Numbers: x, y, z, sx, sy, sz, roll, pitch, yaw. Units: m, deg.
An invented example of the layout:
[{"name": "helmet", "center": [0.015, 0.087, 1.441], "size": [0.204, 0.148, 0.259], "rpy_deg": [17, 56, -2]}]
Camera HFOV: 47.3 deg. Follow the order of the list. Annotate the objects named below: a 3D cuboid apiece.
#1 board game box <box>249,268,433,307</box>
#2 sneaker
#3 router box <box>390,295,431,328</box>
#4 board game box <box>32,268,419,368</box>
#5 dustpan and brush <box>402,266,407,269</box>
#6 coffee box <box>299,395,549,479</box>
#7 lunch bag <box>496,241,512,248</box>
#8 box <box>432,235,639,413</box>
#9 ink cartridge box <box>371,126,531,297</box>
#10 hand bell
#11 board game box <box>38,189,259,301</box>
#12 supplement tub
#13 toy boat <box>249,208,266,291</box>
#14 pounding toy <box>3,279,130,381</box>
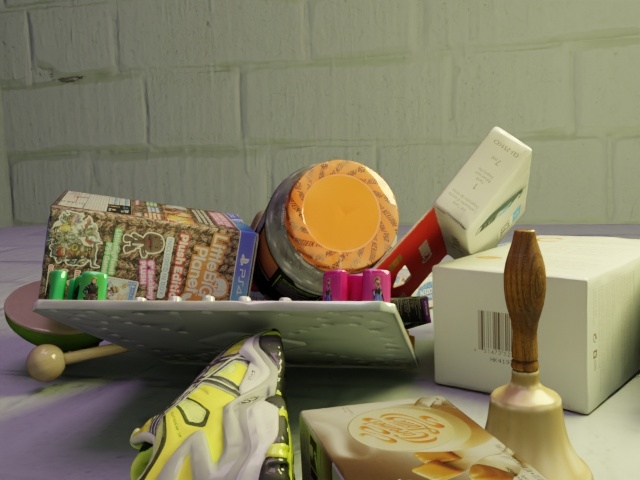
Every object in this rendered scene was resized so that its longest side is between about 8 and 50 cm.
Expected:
[{"name": "board game box", "center": [0.033, 0.105, 1.472], "size": [0.318, 0.066, 0.318], "rpy_deg": [-9, 10, -42]}, {"name": "sneaker", "center": [-0.100, 0.175, 0.688], "size": [0.147, 0.145, 0.385], "rpy_deg": [-7, 4, -3]}, {"name": "router box", "center": [0.067, 0.122, 1.133], "size": [0.133, 0.046, 0.179], "rpy_deg": [1, -15, -25]}, {"name": "board game box", "center": [-0.083, 0.107, 0.921], "size": [0.390, 0.050, 0.390], "rpy_deg": [0, -18, 11]}, {"name": "dustpan and brush", "center": [0.187, 0.068, 1.600], "size": [0.211, 0.147, 0.060], "rpy_deg": [35, 56, 17]}, {"name": "coffee box", "center": [0.079, 0.206, 0.547], "size": [0.141, 0.098, 0.246], "rpy_deg": [-4, 7, -13]}, {"name": "lunch bag", "center": [0.373, 0.072, 1.387], "size": [0.096, 0.129, 0.151], "rpy_deg": [-2, 7, 7]}, {"name": "box", "center": [0.339, 0.098, 1.045], "size": [0.215, 0.168, 0.345], "rpy_deg": [4, 10, 40]}, {"name": "ink cartridge box", "center": [0.200, -0.001, 1.076], "size": [0.066, 0.261, 0.296], "rpy_deg": [39, -2, 19]}, {"name": "hand bell", "center": [0.198, 0.110, 0.700], "size": [0.126, 0.242, 0.126], "rpy_deg": [-1, 7, 0]}, {"name": "board game box", "center": [-0.264, 0.021, 1.132], "size": [0.291, 0.141, 0.232], "rpy_deg": [8, 7, -15]}, {"name": "supplement tub", "center": [0.000, 0.000, 1.107], "size": [0.193, 0.194, 0.316], "rpy_deg": [-4, -11, -13]}, {"name": "toy boat", "center": [-0.077, 0.030, 1.411], "size": [0.151, 0.151, 0.231], "rpy_deg": [25, 5, -9]}, {"name": "pounding toy", "center": [-0.386, 0.156, 1.134], "size": [0.183, 0.110, 0.237], "rpy_deg": [-5, 26, -31]}]
